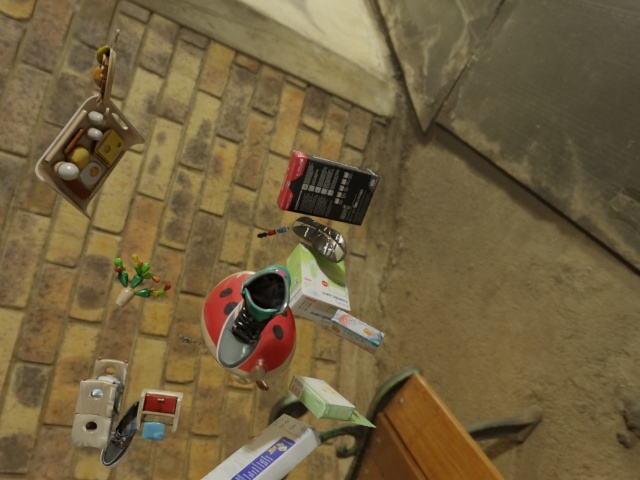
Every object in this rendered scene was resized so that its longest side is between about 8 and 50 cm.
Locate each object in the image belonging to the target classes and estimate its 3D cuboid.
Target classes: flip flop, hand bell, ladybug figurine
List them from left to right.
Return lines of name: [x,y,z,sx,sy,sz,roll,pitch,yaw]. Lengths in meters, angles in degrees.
ladybug figurine: [-0.217,0.246,1.684,0.449,0.305,0.161,-117,36,-52]
hand bell: [-0.264,0.564,2.179,0.242,0.126,0.126,9,83,64]
flip flop: [0.000,0.000,2.040,0.277,0.080,0.112,32,71,37]

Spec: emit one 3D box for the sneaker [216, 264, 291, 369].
sneaker: [-0.162,0.185,1.305,0.295,0.124,0.178,-61,0,-10]

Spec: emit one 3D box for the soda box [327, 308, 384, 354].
soda box: [0.120,0.310,1.816,0.058,0.183,0.063,-52,-14,-46]

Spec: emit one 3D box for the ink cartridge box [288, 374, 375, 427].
ink cartridge box: [0.043,0.473,1.570,0.171,0.235,0.056,25,93,54]

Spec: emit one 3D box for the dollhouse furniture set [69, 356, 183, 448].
dollhouse furniture set: [-0.368,0.321,1.047,0.129,0.184,0.128,-148,69,-78]

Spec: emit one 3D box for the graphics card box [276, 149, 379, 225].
graphics card box: [0.031,-0.207,2.151,0.094,0.371,0.232,-123,47,-59]

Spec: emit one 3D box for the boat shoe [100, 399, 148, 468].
boat shoe: [-0.616,0.603,1.676,0.228,0.080,0.076,-55,-12,-19]

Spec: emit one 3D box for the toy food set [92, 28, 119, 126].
toy food set: [-0.472,-0.355,1.157,0.132,0.039,0.192,0,83,64]

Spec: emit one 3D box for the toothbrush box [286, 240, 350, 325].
toothbrush box: [-0.014,0.166,2.043,0.122,0.206,0.283,-51,27,34]

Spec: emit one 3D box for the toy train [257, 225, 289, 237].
toy train: [-0.207,-0.036,2.318,0.158,0.036,0.027,-14,92,23]

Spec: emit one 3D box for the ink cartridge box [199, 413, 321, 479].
ink cartridge box: [-0.172,0.631,1.511,0.165,0.333,0.065,3,116,52]

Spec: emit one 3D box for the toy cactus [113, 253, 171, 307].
toy cactus: [-0.662,0.162,1.917,0.112,0.219,0.180,1,54,52]

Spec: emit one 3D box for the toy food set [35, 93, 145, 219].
toy food set: [-0.659,-0.241,1.564,0.092,0.219,0.306,20,70,25]

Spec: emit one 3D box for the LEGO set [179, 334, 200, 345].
LEGO set: [-0.415,0.319,1.679,0.083,0.054,0.023,10,80,52]
